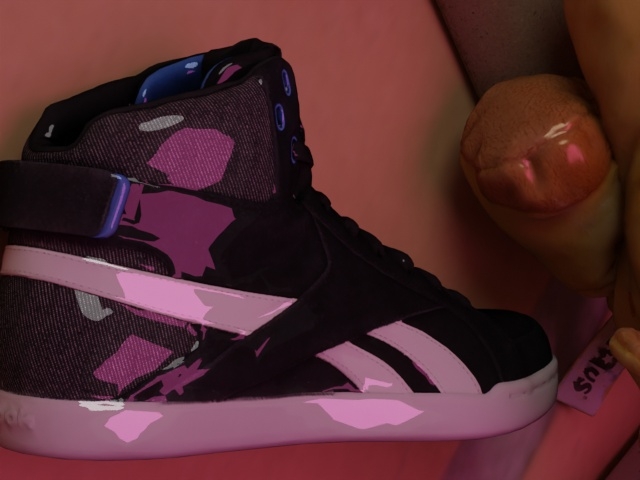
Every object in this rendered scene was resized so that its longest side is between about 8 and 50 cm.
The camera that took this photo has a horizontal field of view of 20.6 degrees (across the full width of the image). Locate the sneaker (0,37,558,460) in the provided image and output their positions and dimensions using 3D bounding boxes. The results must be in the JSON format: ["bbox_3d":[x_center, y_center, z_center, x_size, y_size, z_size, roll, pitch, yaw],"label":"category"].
[{"bbox_3d":[0.000,0.000,0.546,0.217,0.079,0.121,-1,95,-42],"label":"sneaker"}]

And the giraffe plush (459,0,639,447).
[{"bbox_3d":[0.141,0.016,0.578,0.181,0.170,0.210,8,116,-9],"label":"giraffe plush"}]

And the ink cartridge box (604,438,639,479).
[{"bbox_3d":[0.208,0.226,0.748,0.330,0.071,0.324,-45,115,-33],"label":"ink cartridge box"}]

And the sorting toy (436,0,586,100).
[{"bbox_3d":[0.128,-0.166,0.635,0.229,0.041,0.307,-35,118,-16],"label":"sorting toy"}]
